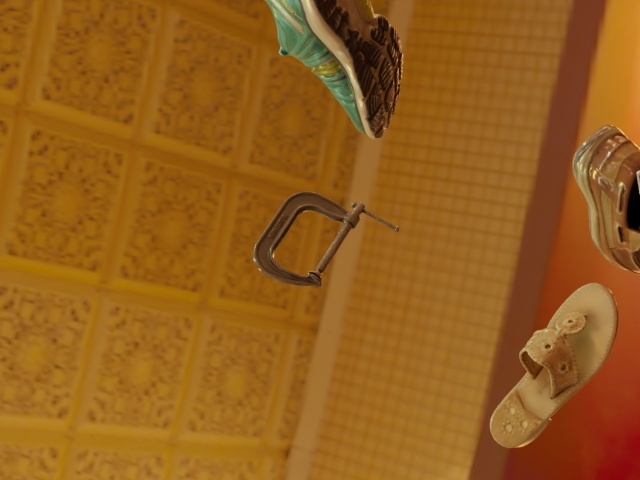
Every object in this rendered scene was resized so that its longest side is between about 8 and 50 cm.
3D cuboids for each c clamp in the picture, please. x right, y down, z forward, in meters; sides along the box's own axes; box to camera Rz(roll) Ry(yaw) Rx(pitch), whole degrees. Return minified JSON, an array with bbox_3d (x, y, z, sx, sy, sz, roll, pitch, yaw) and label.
[{"bbox_3d":[0.000,0.000,1.832,0.161,0.137,0.022,-51,-13,-30],"label":"c clamp"}]

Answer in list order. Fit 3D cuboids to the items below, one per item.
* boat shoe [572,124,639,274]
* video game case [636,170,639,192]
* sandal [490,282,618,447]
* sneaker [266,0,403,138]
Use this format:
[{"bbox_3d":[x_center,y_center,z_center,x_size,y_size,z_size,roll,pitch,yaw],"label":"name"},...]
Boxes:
[{"bbox_3d":[0.474,-0.037,2.234,0.123,0.116,0.324,-48,-42,-7],"label":"boat shoe"},{"bbox_3d":[0.435,-0.040,1.825,0.011,0.087,0.122,18,-119,-48],"label":"video game case"},{"bbox_3d":[0.278,0.159,1.838,0.079,0.088,0.240,5,-59,-57],"label":"sandal"},{"bbox_3d":[0.012,-0.226,1.677,0.275,0.110,0.107,57,-131,-42],"label":"sneaker"}]
